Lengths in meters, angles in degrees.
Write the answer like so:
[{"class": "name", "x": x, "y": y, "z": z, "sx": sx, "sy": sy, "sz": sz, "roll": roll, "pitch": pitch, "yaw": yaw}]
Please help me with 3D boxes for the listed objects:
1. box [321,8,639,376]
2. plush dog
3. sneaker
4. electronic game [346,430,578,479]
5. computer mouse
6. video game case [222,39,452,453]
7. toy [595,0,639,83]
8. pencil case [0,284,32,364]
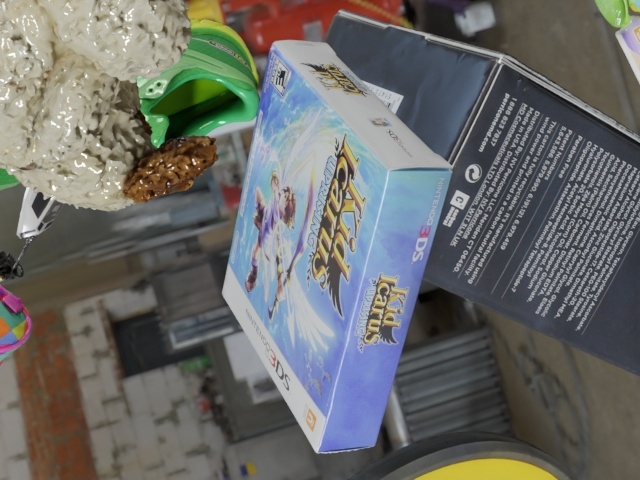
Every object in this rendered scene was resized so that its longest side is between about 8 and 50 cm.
[{"class": "box", "x": 0.242, "y": -0.075, "z": 1.663, "sx": 0.297, "sy": 0.472, "sz": 0.480, "roll": -65, "pitch": 29, "yaw": 5}, {"class": "plush dog", "x": -0.204, "y": -0.103, "z": 0.861, "sx": 0.262, "sy": 0.210, "sz": 0.225, "roll": 29, "pitch": 166, "yaw": 39}, {"class": "sneaker", "x": -0.190, "y": -0.112, "z": 1.044, "sx": 0.123, "sy": 0.295, "sz": 0.109, "roll": 57, "pitch": 163, "yaw": 37}, {"class": "electronic game", "x": 0.045, "y": 0.195, "z": 0.526, "sx": 0.048, "sy": 0.229, "sz": 0.229, "roll": 24, "pitch": 134, "yaw": 51}, {"class": "computer mouse", "x": -0.327, "y": -0.037, "z": 1.331, "sx": 0.042, "sy": 0.193, "sz": 0.106, "roll": 33, "pitch": -176, "yaw": 2}, {"class": "video game case", "x": 0.000, "y": 0.000, "z": 0.994, "sx": 0.244, "sy": 0.061, "sz": 0.269, "roll": 52, "pitch": 137, "yaw": 50}, {"class": "toy", "x": 0.305, "y": -0.222, "z": 0.823, "sx": 0.137, "sy": 0.237, "sz": 0.056, "roll": 62, "pitch": 177, "yaw": 0}, {"class": "pencil case", "x": -0.445, "y": 0.136, "z": 1.473, "sx": 0.236, "sy": 0.104, "sz": 0.104, "roll": -37, "pitch": 66, "yaw": 50}]
